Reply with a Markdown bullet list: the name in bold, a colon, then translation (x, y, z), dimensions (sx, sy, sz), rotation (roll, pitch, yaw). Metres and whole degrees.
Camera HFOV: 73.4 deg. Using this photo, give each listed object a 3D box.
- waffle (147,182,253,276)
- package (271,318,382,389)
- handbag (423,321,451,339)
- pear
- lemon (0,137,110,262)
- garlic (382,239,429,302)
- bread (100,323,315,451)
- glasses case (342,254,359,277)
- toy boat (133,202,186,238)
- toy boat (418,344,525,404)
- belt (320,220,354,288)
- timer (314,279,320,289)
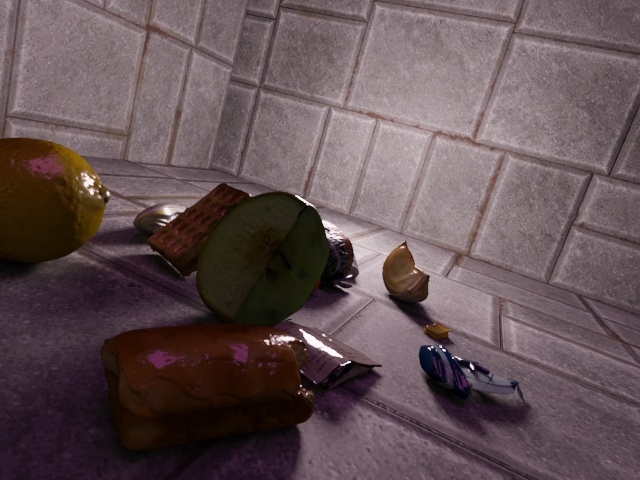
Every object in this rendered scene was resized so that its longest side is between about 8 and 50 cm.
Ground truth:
- **waffle**: translation (-0.360, -0.041, 1.356), dimensions (0.328, 0.098, 0.224), rotation (-43, 42, -23)
- **package**: translation (0.007, 0.252, 0.996), dimensions (0.204, 0.062, 0.251), rotation (27, 12, 36)
- **handbag**: translation (0.375, 0.290, 1.381), dimensions (0.083, 0.027, 0.061), rotation (2, 20, -46)
- **pear**: translation (-0.134, 0.065, 1.124), dimensions (0.239, 0.342, 0.318), rotation (27, -11, 30)
- **lemon**: translation (-0.716, -0.096, 1.052), dimensions (0.336, 0.336, 0.336), rotation (16, 12, -3)
- **garlic**: translation (0.324, 0.144, 1.610), dimensions (0.151, 0.196, 0.338), rotation (2, 21, -4)
- **bread**: translation (-0.168, 0.216, 0.705), dimensions (0.344, 0.148, 0.195), rotation (7, 16, -38)
- **glasses case**: translation (0.103, 0.089, 1.848), dimensions (0.114, 0.060, 0.299), rotation (18, 12, -3)
- **toy boat**: translation (-0.564, -0.065, 1.534), dimensions (0.141, 0.140, 0.269), rotation (15, 12, -5)
- **toy boat**: translation (0.379, 0.336, 1.104), dimensions (0.292, 0.070, 0.210), rotation (14, 16, -29)
- **belt**: translation (0.002, 0.041, 1.585), dimensions (0.295, 0.206, 0.160), rotation (27, 18, 35)
- **timer**: translation (-0.059, 0.128, 1.391), dimensions (0.136, 0.099, 0.136), rotation (10, 25, -5)
